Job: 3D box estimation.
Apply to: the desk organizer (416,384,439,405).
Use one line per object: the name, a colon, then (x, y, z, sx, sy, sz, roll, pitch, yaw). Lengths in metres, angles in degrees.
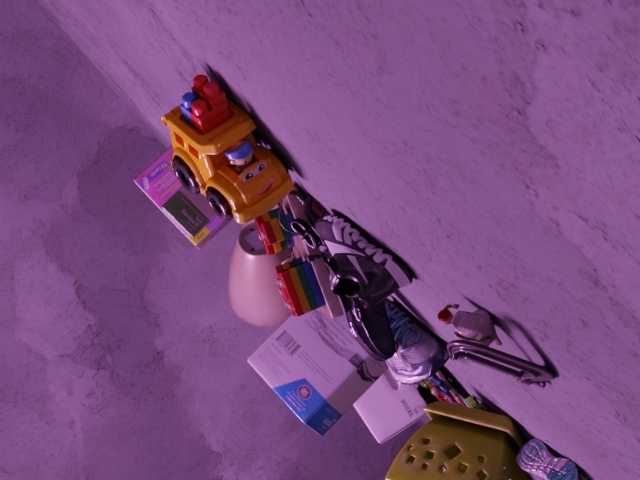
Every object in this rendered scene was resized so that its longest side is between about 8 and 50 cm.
desk organizer: (0.323, 0.451, 2.039, 0.130, 0.047, 0.050, 44, 169, 20)

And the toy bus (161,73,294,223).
toy bus: (-0.164, -0.169, 1.243, 0.220, 0.149, 0.211, 40, 154, 30)

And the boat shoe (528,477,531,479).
boat shoe: (0.463, 0.585, 1.843, 0.227, 0.079, 0.081, 48, 169, -35)

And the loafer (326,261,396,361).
loafer: (0.086, 0.121, 1.369, 0.078, 0.076, 0.223, -29, 85, 49)

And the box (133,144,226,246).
box: (-0.334, -0.137, 1.953, 0.243, 0.213, 0.117, 47, 173, 0)

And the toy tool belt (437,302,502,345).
toy tool belt: (0.201, 0.120, 0.978, 0.083, 0.052, 0.051, 10, 149, 50)

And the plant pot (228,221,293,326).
plant pot: (-0.167, 0.077, 2.167, 0.256, 0.256, 0.274, 42, 156, 29)

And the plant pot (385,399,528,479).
plant pot: (0.300, 0.463, 1.469, 0.228, 0.207, 0.227, 5, 146, 39)

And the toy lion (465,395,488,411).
toy lion: (0.347, 0.374, 1.593, 0.100, 0.034, 0.096, 51, 179, -29)

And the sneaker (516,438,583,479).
sneaker: (0.417, 0.417, 1.311, 0.076, 0.065, 0.166, 45, 175, -16)

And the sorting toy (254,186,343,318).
sorting toy: (-0.057, 0.038, 1.470, 0.255, 0.089, 0.257, 168, 81, -82)

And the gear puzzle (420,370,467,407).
gear puzzle: (0.243, 0.321, 1.758, 0.175, 0.044, 0.339, 52, 175, -18)

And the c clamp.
c clamp: (0.233, 0.164, 0.956, 0.161, 0.022, 0.137, 22, 165, -9)

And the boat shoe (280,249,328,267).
boat shoe: (-0.046, 0.085, 1.850, 0.130, 0.132, 0.355, 46, 171, 6)

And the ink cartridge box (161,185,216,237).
ink cartridge box: (-0.217, -0.109, 1.484, 0.093, 0.212, 0.154, 44, 172, -8)

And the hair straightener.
hair straightener: (0.000, 0.000, 1.320, 0.230, 0.089, 0.047, 47, 174, -2)

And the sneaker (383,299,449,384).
sneaker: (0.144, 0.187, 1.447, 0.122, 0.110, 0.283, 57, 167, -23)

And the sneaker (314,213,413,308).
sneaker: (0.042, 0.035, 1.206, 0.234, 0.106, 0.078, 39, 168, 46)

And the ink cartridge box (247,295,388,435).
ink cartridge box: (0.024, 0.256, 1.688, 0.223, 0.307, 0.129, 41, 173, 35)

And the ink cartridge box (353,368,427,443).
ink cartridge box: (0.137, 0.383, 2.055, 0.285, 0.166, 0.395, 57, 175, 5)
